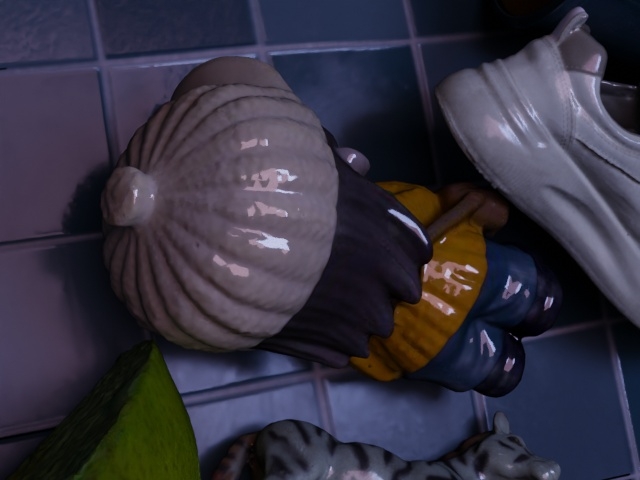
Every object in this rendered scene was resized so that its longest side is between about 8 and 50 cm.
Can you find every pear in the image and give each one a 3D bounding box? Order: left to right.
[{"bbox_3d":[-0.147,0.193,0.829,0.139,0.239,0.288,42,68,-1],"label":"pear"}]

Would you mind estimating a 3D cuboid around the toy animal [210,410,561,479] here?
[{"bbox_3d":[0.053,0.194,0.960,0.255,0.170,0.090,7,120,-24],"label":"toy animal"}]

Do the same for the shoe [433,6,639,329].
[{"bbox_3d":[0.234,-0.054,1.018,0.316,0.124,0.159,36,112,-29],"label":"shoe"}]

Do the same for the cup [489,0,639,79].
[{"bbox_3d":[0.311,-0.235,1.095,0.292,0.308,0.242,21,108,-17],"label":"cup"}]

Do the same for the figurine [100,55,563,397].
[{"bbox_3d":[0.013,0.013,0.935,0.332,0.204,0.185,26,102,-12],"label":"figurine"}]
